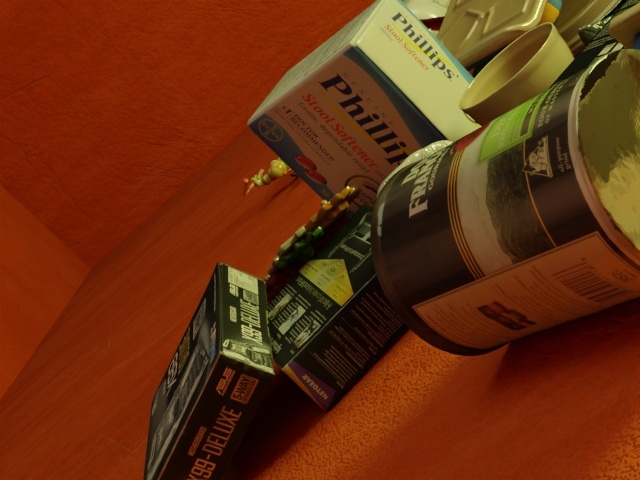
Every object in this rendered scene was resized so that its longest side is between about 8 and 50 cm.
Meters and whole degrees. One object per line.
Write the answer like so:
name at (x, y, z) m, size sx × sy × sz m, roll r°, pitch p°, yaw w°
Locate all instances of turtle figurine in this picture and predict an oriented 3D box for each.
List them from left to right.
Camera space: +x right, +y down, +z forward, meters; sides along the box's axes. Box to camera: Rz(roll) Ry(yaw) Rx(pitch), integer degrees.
turtle figurine at (-0.053, -0.197, 2.681) m, size 0.269 × 0.087 × 0.217 m, roll -45°, pitch 2°, yaw 40°

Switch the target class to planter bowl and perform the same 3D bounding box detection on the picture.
planter bowl at (0.278, -0.192, 1.579) m, size 0.162 × 0.109 × 0.162 m, roll -41°, pitch 13°, yaw 12°

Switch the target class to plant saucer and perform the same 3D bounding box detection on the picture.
plant saucer at (0.403, -0.375, 1.855) m, size 0.278 × 0.041 × 0.278 m, roll -46°, pitch 16°, yaw 17°

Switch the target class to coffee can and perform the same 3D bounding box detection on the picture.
coffee can at (0.206, -0.024, 1.075) m, size 0.275 × 0.201 × 0.201 m, roll -28°, pitch 21°, yaw 51°

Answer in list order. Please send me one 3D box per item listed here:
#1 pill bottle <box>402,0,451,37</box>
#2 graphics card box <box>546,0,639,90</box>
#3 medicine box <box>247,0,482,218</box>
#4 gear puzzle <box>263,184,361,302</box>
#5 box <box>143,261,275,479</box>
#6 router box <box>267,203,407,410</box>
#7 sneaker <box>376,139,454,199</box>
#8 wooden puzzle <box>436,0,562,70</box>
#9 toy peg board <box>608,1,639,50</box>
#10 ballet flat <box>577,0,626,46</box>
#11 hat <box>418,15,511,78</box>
pill bottle at (0.217, -0.413, 2.342) m, size 0.160 × 0.160 × 0.283 m, roll -33°, pitch 17°, yaw 43°
graphics card box at (0.383, -0.209, 1.340) m, size 0.371 × 0.094 × 0.233 m, roll -47°, pitch 13°, yaw -13°
medicine box at (0.084, -0.184, 1.811) m, size 0.289 × 0.263 × 0.149 m, roll -30°, pitch 20°, yaw 50°
gear puzzle at (0.000, 0.000, 1.769) m, size 0.175 × 0.044 × 0.339 m, roll -40°, pitch -8°, yaw -23°
box at (-0.148, 0.195, 1.559) m, size 0.242 × 0.076 × 0.307 m, roll -63°, pitch 13°, yaw 16°
router box at (0.035, 0.076, 1.565) m, size 0.243 × 0.081 × 0.309 m, roll -45°, pitch 13°, yaw -2°
sneaker at (0.169, -0.069, 1.471) m, size 0.268 × 0.101 × 0.153 m, roll -23°, pitch -5°, yaw -24°
wooden puzzle at (0.303, -0.393, 1.918) m, size 0.322 × 0.080 × 0.348 m, roll -23°, pitch 36°, yaw 60°
toy peg board at (0.379, -0.168, 1.115) m, size 0.161 × 0.161 × 0.079 m, roll -30°, pitch 35°, yaw 50°
ballet flat at (0.429, -0.334, 1.683) m, size 0.173 × 0.049 × 0.057 m, roll -49°, pitch 14°, yaw -16°
hat at (0.267, -0.396, 2.079) m, size 0.208 × 0.183 × 0.173 m, roll -45°, pitch 13°, yaw 1°
